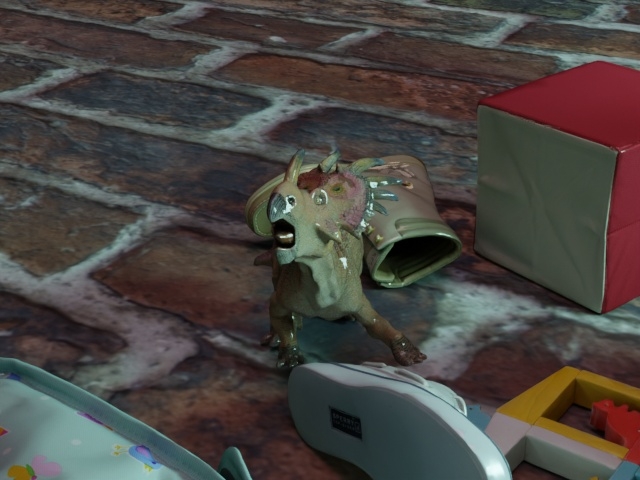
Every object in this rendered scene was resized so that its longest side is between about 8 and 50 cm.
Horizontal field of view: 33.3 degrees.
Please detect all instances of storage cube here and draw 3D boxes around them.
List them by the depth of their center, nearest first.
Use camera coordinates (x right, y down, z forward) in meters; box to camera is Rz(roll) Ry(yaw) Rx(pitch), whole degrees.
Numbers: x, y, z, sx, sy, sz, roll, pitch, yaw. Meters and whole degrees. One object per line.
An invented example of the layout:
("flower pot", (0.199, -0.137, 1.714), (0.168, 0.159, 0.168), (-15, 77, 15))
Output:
("storage cube", (0.291, -0.063, 1.127), (0.193, 0.184, 0.215), (-22, 33, -33))

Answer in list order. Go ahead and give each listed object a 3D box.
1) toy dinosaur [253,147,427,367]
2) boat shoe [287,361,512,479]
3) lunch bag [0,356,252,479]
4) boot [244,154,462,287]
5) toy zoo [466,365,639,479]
("toy dinosaur", (0.000, 0.000, 0.963), (0.127, 0.200, 0.296), (-10, 14, -10))
("boat shoe", (0.069, 0.136, 0.803), (0.084, 0.095, 0.258), (-9, 16, -29))
("lunch bag", (-0.109, 0.210, 0.536), (0.262, 0.223, 0.160), (15, 30, 29))
("boot", (0.031, -0.014, 1.151), (0.213, 0.077, 0.165), (-12, 38, -6))
("toy zoo", (0.237, 0.178, 0.806), (0.293, 0.030, 0.192), (18, 32, 33))
